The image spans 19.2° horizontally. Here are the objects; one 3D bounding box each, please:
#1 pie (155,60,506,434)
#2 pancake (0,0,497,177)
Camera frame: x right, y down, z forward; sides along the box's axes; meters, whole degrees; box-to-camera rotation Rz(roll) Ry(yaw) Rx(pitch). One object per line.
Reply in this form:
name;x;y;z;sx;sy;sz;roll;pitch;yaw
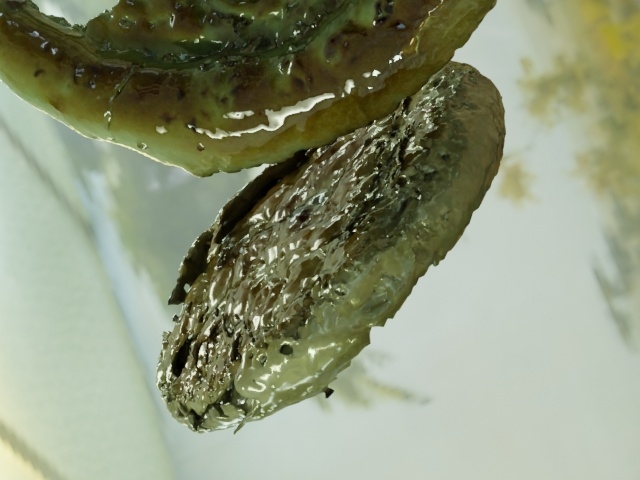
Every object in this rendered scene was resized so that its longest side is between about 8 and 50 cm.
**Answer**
pie;0.000;0.000;1.098;0.055;0.274;0.274;42;-166;-20
pancake;-0.048;-0.141;1.057;0.054;0.377;0.197;-1;-101;-60
